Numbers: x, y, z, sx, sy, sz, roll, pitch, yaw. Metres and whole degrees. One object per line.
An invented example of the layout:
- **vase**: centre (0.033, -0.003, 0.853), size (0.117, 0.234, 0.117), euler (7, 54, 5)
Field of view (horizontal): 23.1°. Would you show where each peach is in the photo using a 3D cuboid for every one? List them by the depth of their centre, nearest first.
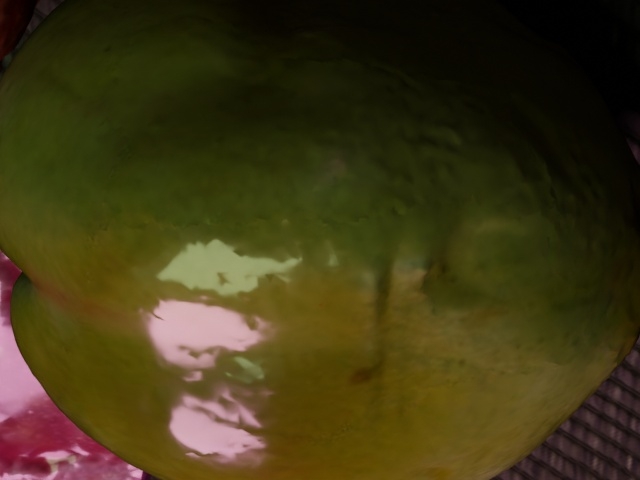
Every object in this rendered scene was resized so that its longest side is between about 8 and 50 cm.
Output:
- **peach**: centre (-0.006, -0.003, 0.788), size (0.316, 0.314, 0.281), euler (-1, 116, -8)

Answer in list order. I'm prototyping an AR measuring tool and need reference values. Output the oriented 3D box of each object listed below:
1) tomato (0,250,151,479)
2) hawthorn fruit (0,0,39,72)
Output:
- **tomato**: centre (-0.266, 0.058, 1.098), size (0.335, 0.176, 0.289), euler (-2, 127, -5)
- **hawthorn fruit**: centre (-0.292, -0.186, 0.777), size (0.287, 0.287, 0.330), euler (-17, 128, 41)
